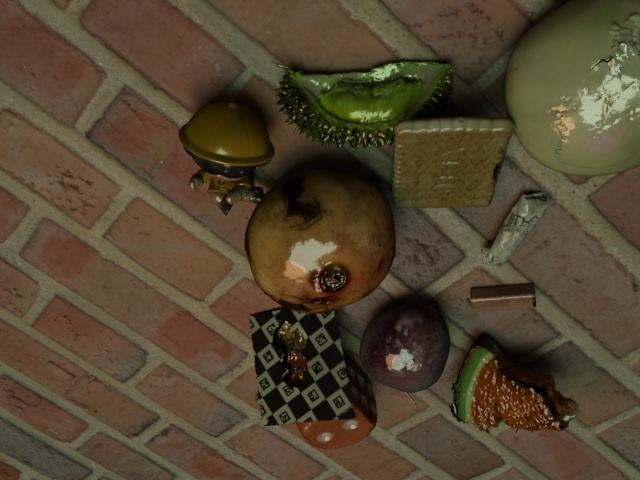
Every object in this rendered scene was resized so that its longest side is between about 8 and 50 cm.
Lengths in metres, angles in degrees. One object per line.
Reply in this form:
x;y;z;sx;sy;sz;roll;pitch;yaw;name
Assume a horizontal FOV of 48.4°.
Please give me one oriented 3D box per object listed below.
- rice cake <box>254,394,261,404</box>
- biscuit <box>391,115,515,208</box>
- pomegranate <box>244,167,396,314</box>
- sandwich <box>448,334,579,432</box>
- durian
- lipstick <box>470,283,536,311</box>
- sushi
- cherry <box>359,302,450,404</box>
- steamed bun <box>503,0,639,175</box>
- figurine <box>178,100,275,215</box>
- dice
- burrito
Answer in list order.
-0.108;0.407;1.974;0.043;0.034;0.211;37;125;-16;rice cake
0.247;-0.146;1.385;0.217;0.044;0.324;1;156;7;biscuit
0.000;0.000;1.482;0.322;0.322;0.322;5;128;7;pomegranate
0.487;0.368;1.756;0.301;0.162;0.250;20;121;33;sandwich
0.084;-0.264;1.393;0.352;0.158;0.168;0;93;10;durian
0.425;0.134;1.656;0.146;0.045;0.045;-6;128;14;lipstick
-0.045;0.311;1.789;0.264;0.050;0.289;-13;81;25;sushi
0.204;0.262;1.712;0.214;0.183;0.265;15;113;-12;cherry
0.484;-0.243;1.234;0.312;0.233;0.334;-32;115;28;steamed bun
-0.191;-0.175;1.460;0.193;0.167;0.256;6;152;-4;figurine
0.038;0.427;1.854;0.179;0.173;0.175;-22;131;15;dice
0.413;-0.020;1.531;0.064;0.064;0.203;23;127;-8;burrito
